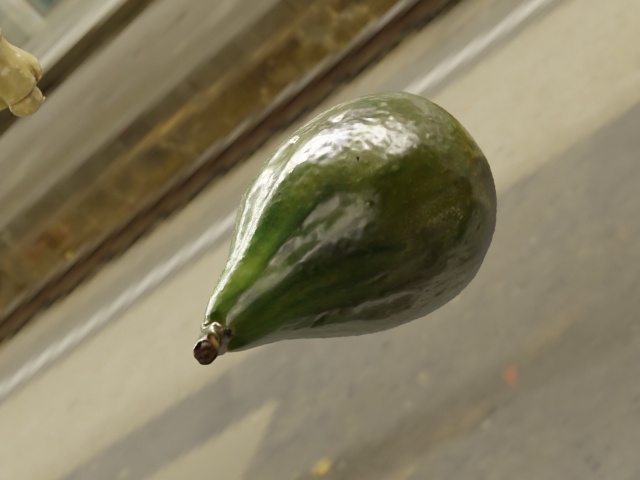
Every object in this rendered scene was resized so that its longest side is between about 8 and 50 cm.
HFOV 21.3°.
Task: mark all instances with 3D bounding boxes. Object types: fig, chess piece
[{"bbox_3d":[0.000,0.000,0.815,0.177,0.117,0.117,-28,7,-24],"label":"fig"},{"bbox_3d":[-0.238,-0.147,1.110,0.060,0.172,0.060,-23,38,19],"label":"chess piece"}]
